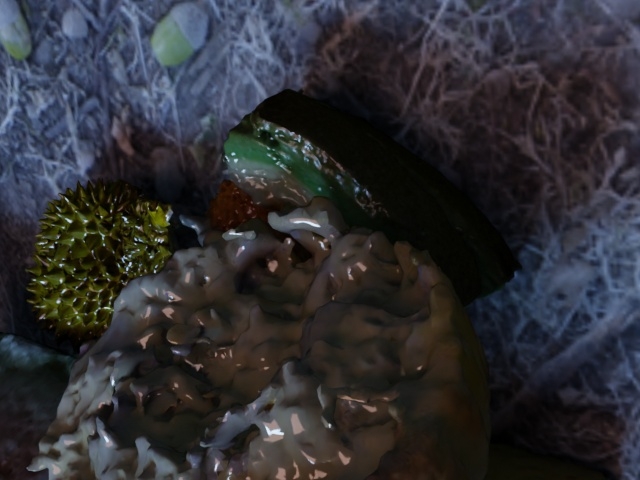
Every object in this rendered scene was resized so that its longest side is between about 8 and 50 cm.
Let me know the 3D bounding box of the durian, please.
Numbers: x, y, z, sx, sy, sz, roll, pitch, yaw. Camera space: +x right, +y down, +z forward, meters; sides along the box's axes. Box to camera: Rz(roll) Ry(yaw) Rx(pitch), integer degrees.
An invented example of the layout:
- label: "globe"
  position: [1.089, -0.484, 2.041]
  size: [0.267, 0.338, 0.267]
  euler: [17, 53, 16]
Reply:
- label: "durian"
  position: [-0.143, 0.027, 0.738]
  size: [0.146, 0.102, 0.208]
  euler: [57, 145, 4]

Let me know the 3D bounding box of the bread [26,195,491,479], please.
- label: "bread"
  position: [-0.029, 0.114, 0.509]
  size: [0.274, 0.274, 0.149]
  euler: [-20, 129, 36]

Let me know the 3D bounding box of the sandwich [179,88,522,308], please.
- label: "sandwich"
  position: [0.007, 0.006, 0.651]
  size: [0.185, 0.109, 0.160]
  euler: [44, 124, 10]

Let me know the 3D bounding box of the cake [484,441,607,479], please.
- label: "cake"
  position: [0.049, 0.291, 0.671]
  size: [0.227, 0.222, 0.286]
  euler: [10, 114, 31]

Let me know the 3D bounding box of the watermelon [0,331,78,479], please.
- label: "watermelon"
  position: [-0.247, 0.150, 0.737]
  size: [0.264, 0.302, 0.151]
  euler: [11, 126, 25]
